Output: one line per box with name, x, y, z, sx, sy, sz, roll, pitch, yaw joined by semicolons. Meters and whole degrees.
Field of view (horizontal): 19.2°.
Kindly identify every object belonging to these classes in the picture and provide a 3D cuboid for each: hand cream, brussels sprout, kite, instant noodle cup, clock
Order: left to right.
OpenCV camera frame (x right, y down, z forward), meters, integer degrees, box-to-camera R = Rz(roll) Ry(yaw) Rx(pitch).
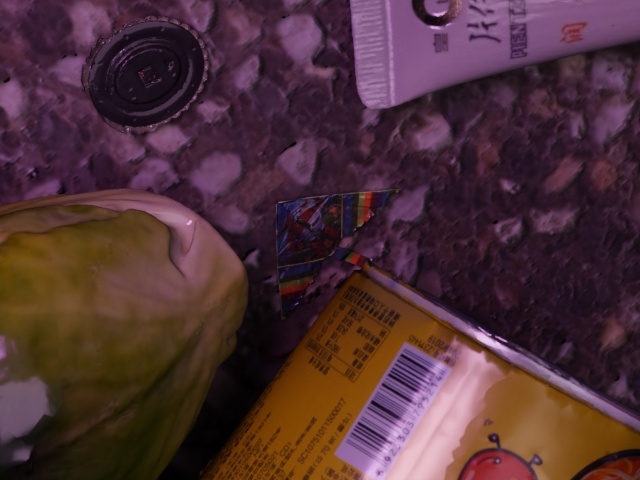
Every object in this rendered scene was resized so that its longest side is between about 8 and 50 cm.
brussels sprout;-0.176;0.078;1.164;0.271;0.210;0.219;-39;125;-18
clock;-0.110;-0.107;1.209;0.083;0.010;0.074;-31;118;-5
kite;0.000;0.000;1.297;0.090;0.004;0.122;33;99;-28
instant noodle cup;0.071;0.179;1.243;0.325;0.325;0.254;29;91;-27
hand cream;0.168;-0.181;1.242;0.314;0.089;0.139;-12;113;-6
